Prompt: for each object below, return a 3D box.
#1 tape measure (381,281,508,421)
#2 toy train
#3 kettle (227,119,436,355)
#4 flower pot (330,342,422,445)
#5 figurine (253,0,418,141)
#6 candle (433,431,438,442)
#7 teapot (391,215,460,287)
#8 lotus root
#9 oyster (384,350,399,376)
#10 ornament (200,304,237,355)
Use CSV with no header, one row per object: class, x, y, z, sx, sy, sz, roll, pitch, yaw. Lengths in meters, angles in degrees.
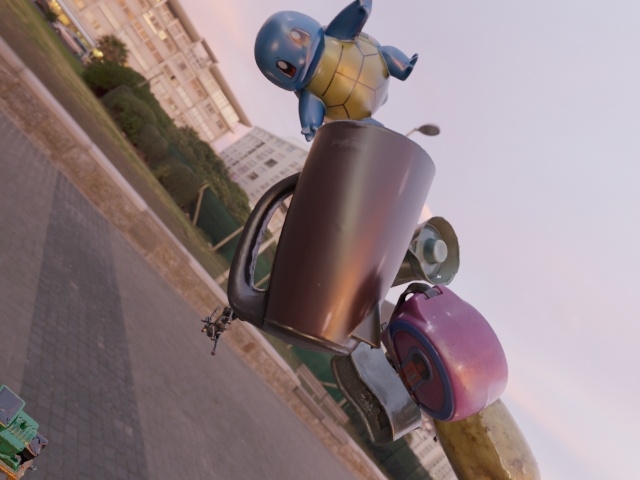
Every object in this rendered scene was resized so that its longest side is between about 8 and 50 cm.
tape measure,0.113,0.103,0.412,0.125,0.074,0.118,60,-21,24
toy train,-0.621,0.370,0.838,0.227,0.136,0.091,56,12,-21
kettle,0.000,0.000,0.480,0.202,0.232,0.144,17,-13,22
flower pot,0.124,0.343,0.991,0.103,0.108,0.229,-53,-124,35
figurine,0.062,-0.362,0.949,0.243,0.297,0.417,44,26,29
candle,0.360,0.522,1.283,0.026,0.167,0.021,29,-50,5
teapot,0.161,0.032,0.880,0.203,0.170,0.225,22,-17,-37
lotus root,0.325,0.401,0.887,0.146,0.160,0.284,57,11,-40
oyster,0.277,0.326,1.245,0.128,0.345,0.078,51,15,-8
ornament,-0.148,0.120,0.653,0.028,0.073,0.125,44,-8,-17
